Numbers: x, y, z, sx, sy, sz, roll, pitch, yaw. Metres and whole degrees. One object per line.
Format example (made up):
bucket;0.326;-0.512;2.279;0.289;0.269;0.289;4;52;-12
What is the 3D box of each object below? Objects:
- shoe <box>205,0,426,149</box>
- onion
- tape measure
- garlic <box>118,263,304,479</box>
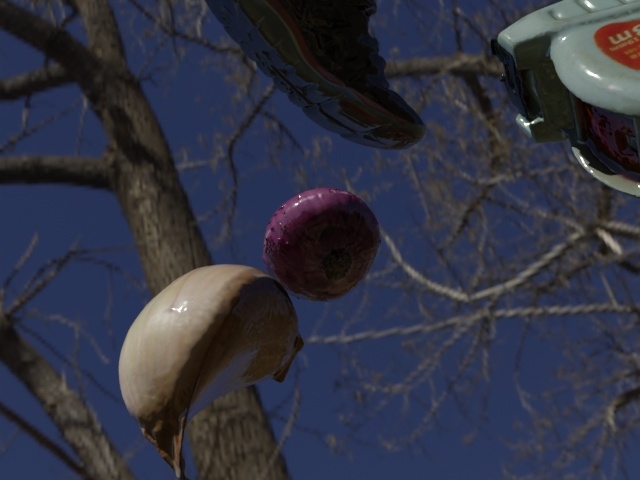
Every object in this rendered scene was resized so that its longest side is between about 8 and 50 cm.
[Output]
shoe;0.008;-0.216;1.334;0.291;0.114;0.137;45;-106;-8
onion;0.000;0.000;1.182;0.115;0.104;0.115;-6;-59;-10
tape measure;0.287;-0.122;0.939;0.243;0.246;0.125;-26;-51;-5
garlic;-0.103;0.087;1.020;0.115;0.206;0.128;11;-62;22
